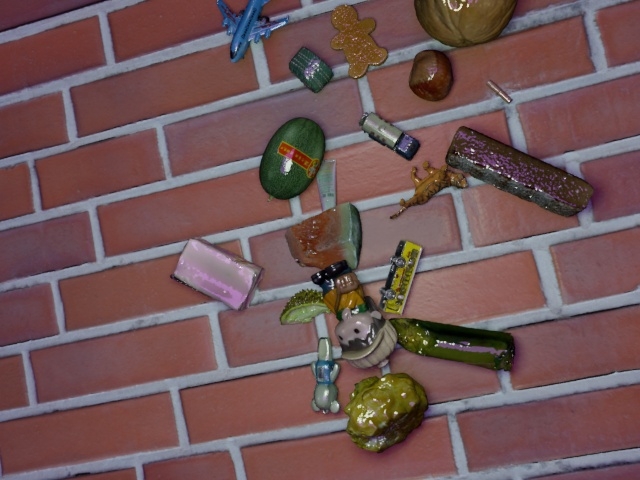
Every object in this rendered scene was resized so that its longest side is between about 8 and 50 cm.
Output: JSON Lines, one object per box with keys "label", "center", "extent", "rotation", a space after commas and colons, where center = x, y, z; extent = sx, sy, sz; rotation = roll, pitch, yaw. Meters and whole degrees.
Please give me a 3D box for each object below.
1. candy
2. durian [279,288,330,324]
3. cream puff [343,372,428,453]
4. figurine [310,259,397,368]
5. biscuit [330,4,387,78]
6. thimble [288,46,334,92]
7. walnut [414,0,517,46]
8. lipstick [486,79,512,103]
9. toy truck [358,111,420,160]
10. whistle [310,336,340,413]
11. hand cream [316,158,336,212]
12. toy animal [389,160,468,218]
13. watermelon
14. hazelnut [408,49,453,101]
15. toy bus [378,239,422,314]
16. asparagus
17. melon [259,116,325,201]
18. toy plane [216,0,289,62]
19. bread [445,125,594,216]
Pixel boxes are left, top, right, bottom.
{"label": "candy", "center": [-0.328, 0.106, 1.945], "extent": [0.265, 0.116, 0.155], "rotation": [25, 92, 11]}
{"label": "durian", "center": [-0.041, 0.208, 1.924], "extent": [0.215, 0.086, 0.100], "rotation": [-19, 118, 12]}
{"label": "cream puff", "center": [0.179, 0.490, 1.780], "extent": [0.282, 0.282, 0.185], "rotation": [-42, 55, 6]}
{"label": "figurine", "center": [0.111, 0.225, 1.836], "extent": [0.185, 0.204, 0.332], "rotation": [-34, 63, 38]}
{"label": "biscuit", "center": [0.111, -0.642, 1.933], "extent": [0.158, 0.035, 0.240], "rotation": [-26, 84, 6]}
{"label": "thimble", "center": [-0.032, -0.539, 1.913], "extent": [0.135, 0.118, 0.090], "rotation": [43, 95, 9]}
{"label": "walnut", "center": [0.421, -0.733, 1.759], "extent": [0.333, 0.333, 0.332], "rotation": [0, 88, 10]}
{"label": "lipstick", "center": [0.548, -0.456, 1.855], "extent": [0.019, 0.019, 0.094], "rotation": [-45, 80, 6]}
{"label": "toy truck", "center": [0.213, -0.331, 1.877], "extent": [0.202, 0.088, 0.074], "rotation": [34, 93, 9]}
{"label": "whistle", "center": [0.017, 0.422, 1.896], "extent": [0.114, 0.077, 0.235], "rotation": [-7, 79, 38]}
{"label": "hand cream", "center": [0.022, -0.175, 1.933], "extent": [0.076, 0.047, 0.174], "rotation": [-8, 78, 10]}
{"label": "toy animal", "center": [0.314, -0.149, 1.860], "extent": [0.255, 0.114, 0.116], "rotation": [-37, 125, 11]}
{"label": "watermelon", "center": [0.000, 0.000, 1.902], "extent": [0.257, 0.140, 0.192], "rotation": [-7, 79, 18]}
{"label": "hazelnut", "center": [0.343, -0.503, 1.842], "extent": [0.143, 0.143, 0.154], "rotation": [5, 73, 10]}
{"label": "toy bus", "center": [0.241, 0.112, 1.859], "extent": [0.074, 0.081, 0.226], "rotation": [17, 89, -11]}
{"label": "asparagus", "center": [0.381, 0.304, 1.809], "extent": [0.382, 0.128, 0.108], "rotation": [8, 131, 12]}
{"label": "melon", "center": [-0.092, -0.245, 1.881], "extent": [0.182, 0.182, 0.287], "rotation": [28, 92, 10]}
{"label": "toy plane", "center": [-0.235, -0.701, 1.963], "extent": [0.254, 0.105, 0.271], "rotation": [20, 93, 11]}
{"label": "bread", "center": [0.570, -0.195, 1.769], "extent": [0.417, 0.165, 0.113], "rotation": [27, 91, 11]}
